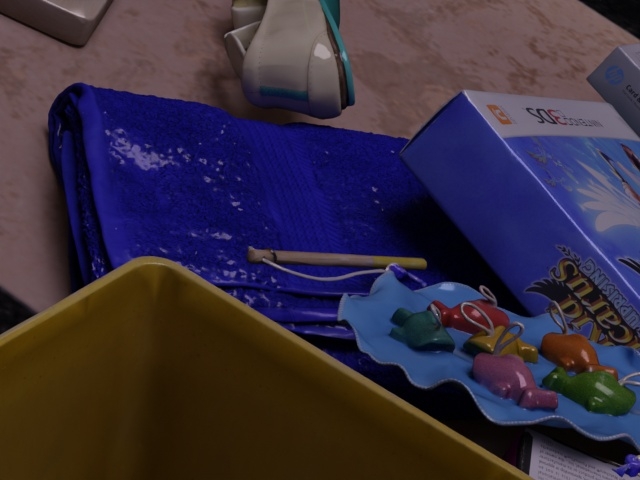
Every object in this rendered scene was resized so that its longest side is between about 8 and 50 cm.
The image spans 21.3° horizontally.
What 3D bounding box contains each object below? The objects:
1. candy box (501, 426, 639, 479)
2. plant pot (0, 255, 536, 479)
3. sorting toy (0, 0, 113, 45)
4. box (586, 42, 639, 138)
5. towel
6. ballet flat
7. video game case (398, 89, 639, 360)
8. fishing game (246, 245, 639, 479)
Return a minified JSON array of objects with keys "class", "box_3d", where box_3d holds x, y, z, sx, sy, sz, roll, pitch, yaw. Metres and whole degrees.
[{"class":"candy box","box_3d":[0.076,0.218,0.725,0.071,0.159,0.233,23,38,-5]},{"class":"plant pot","box_3d":[-0.067,0.164,0.660,0.212,0.187,0.212,30,36,22]},{"class":"sorting toy","box_3d":[-0.229,-0.282,1.172,0.255,0.089,0.257,25,38,-4]},{"class":"box","box_3d":[0.288,-0.085,1.251,0.145,0.038,0.186,51,28,14]},{"class":"towel","box_3d":[0.000,0.000,0.999,0.308,0.076,0.228,8,43,-24]},{"class":"ballet flat","box_3d":[-0.026,-0.150,1.145,0.086,0.086,0.248,19,24,-11]},{"class":"video game case","box_3d":[0.198,0.027,1.019,0.269,0.061,0.244,51,25,17]},{"class":"fishing game","box_3d":[0.101,0.051,0.828,0.189,0.041,0.264,5,19,-41]}]
